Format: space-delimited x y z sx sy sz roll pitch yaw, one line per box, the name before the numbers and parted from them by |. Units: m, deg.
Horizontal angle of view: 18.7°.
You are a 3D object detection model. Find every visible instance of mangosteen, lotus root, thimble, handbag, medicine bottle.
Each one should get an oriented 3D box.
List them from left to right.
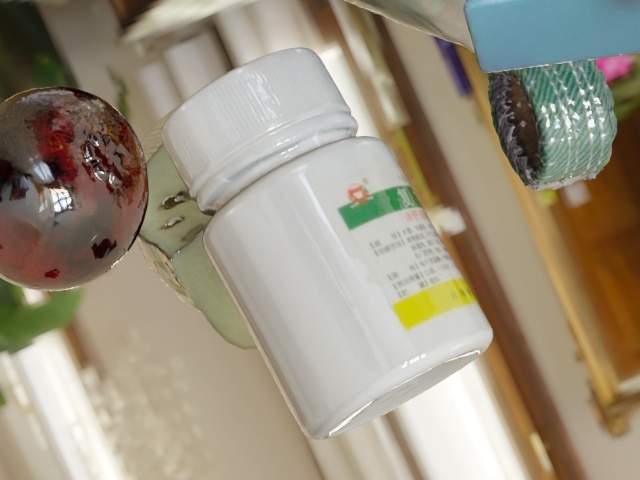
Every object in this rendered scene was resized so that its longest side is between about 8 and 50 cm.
mangosteen | -0.173 -0.028 1.195 0.140 0.140 0.140 -24 180 0
lotus root | -0.072 -0.023 2.187 0.267 0.149 0.260 -45 143 -15
medicine bottle | 0.000 0.000 1.880 0.208 0.340 0.208 -28 169 -6
handbag | 0.099 -0.302 2.121 0.117 0.270 0.182 -48 155 -39
thimble | 0.225 -0.124 1.888 0.090 0.135 0.118 -14 160 -16

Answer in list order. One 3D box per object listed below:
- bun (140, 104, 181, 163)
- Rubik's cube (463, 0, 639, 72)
bun | -0.131 -0.086 2.362 0.173 0.113 0.166 6 -123 31
Rubik's cube | 0.209 -0.320 1.384 0.358 0.368 0.387 -33 179 -4
